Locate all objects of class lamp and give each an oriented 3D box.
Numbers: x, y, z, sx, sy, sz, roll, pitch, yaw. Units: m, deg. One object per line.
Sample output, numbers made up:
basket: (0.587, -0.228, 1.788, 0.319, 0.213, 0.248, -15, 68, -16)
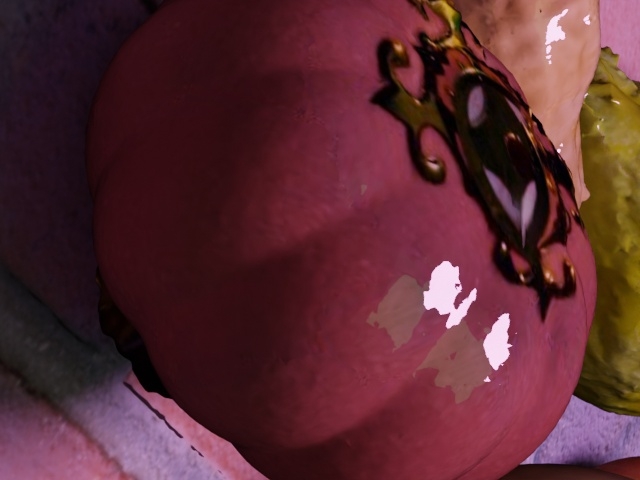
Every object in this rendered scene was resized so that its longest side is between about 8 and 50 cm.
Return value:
lamp: (0.000, 0.000, 0.903, 0.305, 0.240, 0.305, 37, 36, -33)

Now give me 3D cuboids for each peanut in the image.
peanut: (0.101, -0.070, 1.100, 0.149, 0.149, 0.313, -35, 137, -39)

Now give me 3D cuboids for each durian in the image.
durian: (0.247, 0.002, 1.285, 0.256, 0.204, 0.339, -42, 137, -52)

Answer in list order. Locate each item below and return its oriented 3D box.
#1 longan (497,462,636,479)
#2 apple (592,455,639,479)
longan: (0.142, 0.320, 1.181, 0.361, 0.361, 0.360, -31, 132, -42)
apple: (0.273, 0.312, 1.499, 0.261, 0.194, 0.260, -30, 129, -45)
